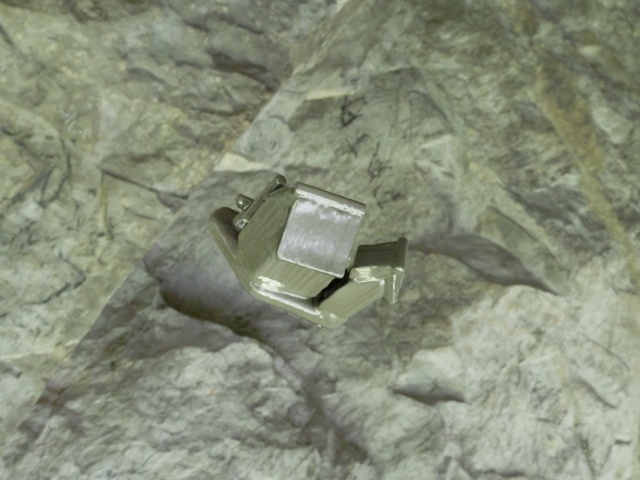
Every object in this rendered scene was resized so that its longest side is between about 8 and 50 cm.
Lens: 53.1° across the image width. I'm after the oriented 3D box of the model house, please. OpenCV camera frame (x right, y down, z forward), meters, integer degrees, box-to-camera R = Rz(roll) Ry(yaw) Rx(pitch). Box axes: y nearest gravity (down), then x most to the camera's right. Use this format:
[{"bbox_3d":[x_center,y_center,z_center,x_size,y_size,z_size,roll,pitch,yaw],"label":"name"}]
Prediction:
[{"bbox_3d":[-0.004,0.008,0.749,0.229,0.188,0.122,27,-128,-23],"label":"model house"}]
